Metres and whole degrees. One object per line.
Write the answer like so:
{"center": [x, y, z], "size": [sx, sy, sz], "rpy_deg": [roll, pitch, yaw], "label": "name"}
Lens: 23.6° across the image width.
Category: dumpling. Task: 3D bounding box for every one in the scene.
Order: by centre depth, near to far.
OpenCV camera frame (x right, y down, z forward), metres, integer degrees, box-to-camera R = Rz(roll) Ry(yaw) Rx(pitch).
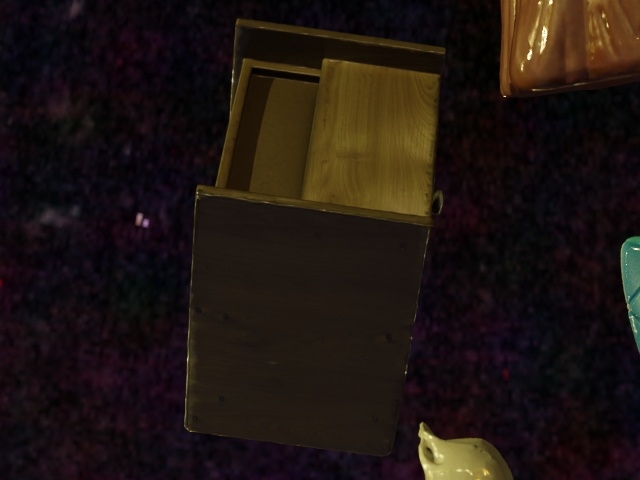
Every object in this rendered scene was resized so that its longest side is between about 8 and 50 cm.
{"center": [0.194, 0.320, 1.972], "size": [0.111, 0.181, 0.155], "rpy_deg": [-16, 155, 1], "label": "dumpling"}

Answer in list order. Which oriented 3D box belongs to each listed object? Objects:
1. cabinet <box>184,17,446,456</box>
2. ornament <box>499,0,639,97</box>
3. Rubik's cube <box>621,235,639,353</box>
{"center": [0.000, 0.000, 0.994], "size": [0.148, 0.175, 0.215], "rpy_deg": [7, 133, 1], "label": "cabinet"}
{"center": [0.205, -0.213, 0.996], "size": [0.235, 0.217, 0.221], "rpy_deg": [-13, -175, -44], "label": "ornament"}
{"center": [0.486, 0.122, 1.777], "size": [0.254, 0.254, 0.254], "rpy_deg": [3, 138, 3], "label": "Rubik's cube"}
